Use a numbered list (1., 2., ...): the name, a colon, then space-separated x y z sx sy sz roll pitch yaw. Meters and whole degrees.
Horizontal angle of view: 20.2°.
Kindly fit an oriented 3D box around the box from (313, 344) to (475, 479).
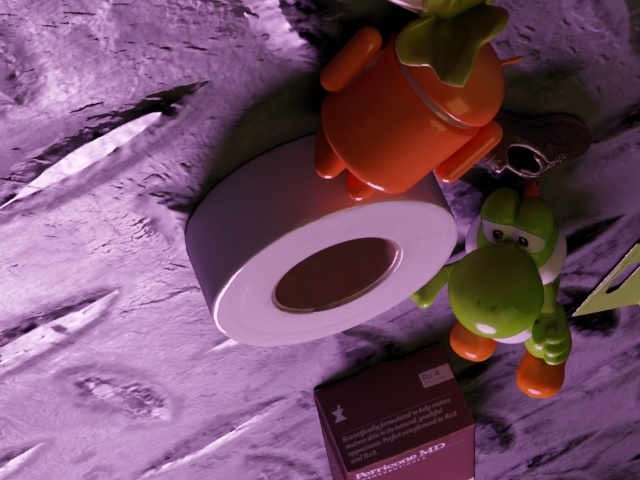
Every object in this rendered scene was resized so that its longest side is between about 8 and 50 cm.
1. box: 0.113 0.305 2.559 0.191 0.143 0.381 -21 152 -5

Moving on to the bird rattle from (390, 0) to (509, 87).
1. bird rattle: 0.129 -0.263 1.537 0.207 0.143 0.253 21 129 -33

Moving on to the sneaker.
1. sneaker: 0.235 -0.096 1.981 0.188 0.071 0.066 2 144 -40

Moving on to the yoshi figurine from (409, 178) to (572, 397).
1. yoshi figurine: 0.216 0.079 2.164 0.203 0.203 0.362 -15 150 -2

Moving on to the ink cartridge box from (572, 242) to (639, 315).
1. ink cartridge box: 0.506 0.078 2.493 0.255 0.097 0.189 -7 149 -32

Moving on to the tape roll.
1. tape roll: 0.000 0.000 1.941 0.286 0.100 0.286 -19 154 -10

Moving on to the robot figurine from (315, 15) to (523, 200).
1. robot figurine: 0.089 -0.131 1.738 0.219 0.158 0.128 -40 171 30
